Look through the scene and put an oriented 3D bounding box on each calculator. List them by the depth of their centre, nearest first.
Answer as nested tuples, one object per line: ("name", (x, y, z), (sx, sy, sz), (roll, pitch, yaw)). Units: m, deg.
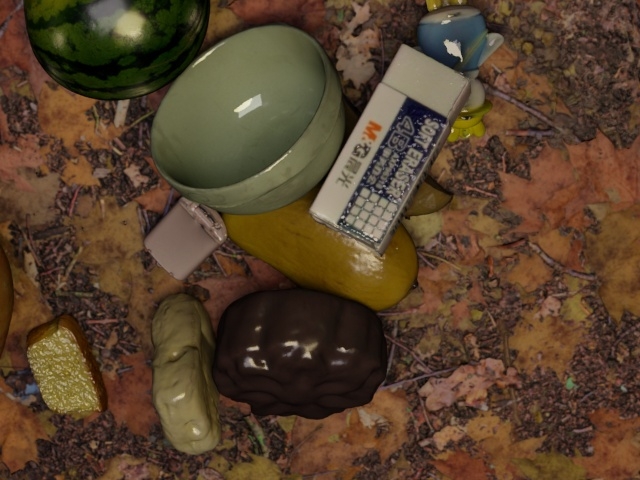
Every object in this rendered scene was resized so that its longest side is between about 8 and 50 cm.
("calculator", (-0.220, -0.003, 1.979), (0.100, 0.032, 0.175), (47, 132, -1))

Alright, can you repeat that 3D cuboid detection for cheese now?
("cheese", (-0.218, 0.205, 1.960), (0.093, 0.263, 0.159), (-11, 129, 4))

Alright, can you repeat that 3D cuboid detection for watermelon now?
("watermelon", (-0.299, -0.346, 1.787), (0.285, 0.285, 0.285), (1, 106, 3))

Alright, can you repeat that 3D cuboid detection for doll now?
("doll", (0.208, -0.269, 1.879), (0.135, 0.098, 0.241), (-20, 110, -32))

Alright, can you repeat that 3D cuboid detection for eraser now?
("eraser", (0.103, -0.132, 1.807), (0.130, 0.086, 0.287), (30, 88, 9))

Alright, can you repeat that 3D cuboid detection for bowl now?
("bowl", (-0.092, -0.160, 1.848), (0.307, 0.307, 0.163), (-27, 136, 10))

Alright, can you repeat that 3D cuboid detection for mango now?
("mango", (0.005, -0.005, 1.932), (0.331, 0.142, 0.195), (30, 126, 3))

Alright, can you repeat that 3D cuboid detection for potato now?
("potato", (0.085, -0.106, 1.930), (0.261, 0.100, 0.120), (41, 104, -8))

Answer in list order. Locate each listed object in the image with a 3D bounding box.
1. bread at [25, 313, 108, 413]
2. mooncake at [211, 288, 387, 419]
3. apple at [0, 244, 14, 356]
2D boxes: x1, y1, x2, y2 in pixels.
("bread", (-0.430, 0.221, 2.075), (0.103, 0.065, 0.187), (-15, 106, 2))
("mooncake", (-0.033, 0.188, 1.932), (0.283, 0.283, 0.141), (1, 63, 3))
("apple", (-0.682, 0.085, 1.919), (0.400, 0.333, 0.400), (-8, 119, -15))
